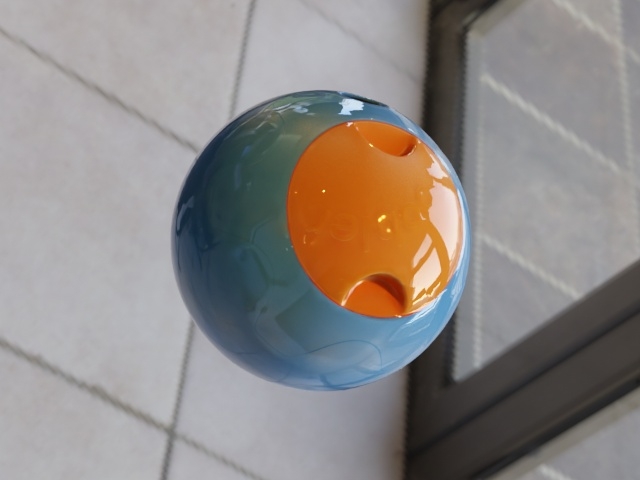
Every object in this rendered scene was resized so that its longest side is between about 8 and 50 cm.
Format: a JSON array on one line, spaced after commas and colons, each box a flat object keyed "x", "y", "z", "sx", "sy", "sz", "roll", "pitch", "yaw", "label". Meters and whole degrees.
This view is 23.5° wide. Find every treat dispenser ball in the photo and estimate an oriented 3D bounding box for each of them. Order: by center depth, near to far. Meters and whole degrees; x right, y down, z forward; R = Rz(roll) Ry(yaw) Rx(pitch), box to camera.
[{"x": 0.000, "y": 0.000, "z": 1.477, "sx": 0.288, "sy": 0.288, "sz": 0.288, "roll": 26, "pitch": 44, "yaw": -28, "label": "treat dispenser ball"}]
